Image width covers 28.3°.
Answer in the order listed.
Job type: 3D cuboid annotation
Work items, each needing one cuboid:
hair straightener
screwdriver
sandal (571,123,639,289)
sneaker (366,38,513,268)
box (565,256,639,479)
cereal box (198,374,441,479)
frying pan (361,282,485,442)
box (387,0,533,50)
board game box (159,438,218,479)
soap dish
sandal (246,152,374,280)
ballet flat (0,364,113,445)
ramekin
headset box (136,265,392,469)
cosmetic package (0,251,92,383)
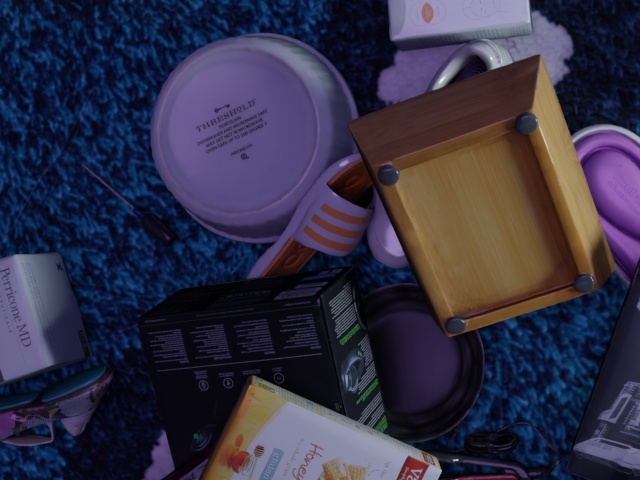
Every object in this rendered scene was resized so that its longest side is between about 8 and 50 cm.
[{"bbox_3d":[0.183,0.261,1.568,0.230,0.047,0.089,-4,88,18],"label":"hair straightener"},{"bbox_3d":[-0.259,-0.048,1.682,0.170,0.024,0.025,35,68,12],"label":"screwdriver"},{"bbox_3d":[0.435,0.031,1.491,0.416,0.102,0.169,41,98,9],"label":"sandal"},{"bbox_3d":[0.132,-0.110,1.533,0.114,0.152,0.305,26,96,10],"label":"sneaker"},{"bbox_3d":[0.442,0.167,1.446,0.242,0.076,0.308,19,117,11],"label":"box"},{"bbox_3d":[-0.008,0.277,1.420,0.240,0.047,0.173,24,98,-6],"label":"cereal box"},{"bbox_3d":[0.047,0.161,1.598,0.326,0.053,0.197,-8,84,14],"label":"frying pan"},{"bbox_3d":[0.169,-0.312,1.557,0.170,0.091,0.130,-5,89,12],"label":"box"},{"bbox_3d":[-0.168,0.403,1.555,0.208,0.056,0.347,44,122,-11],"label":"board game box"},{"bbox_3d":[0.187,-0.038,1.437,0.228,0.118,0.291,-18,117,14],"label":"soap dish"},{"bbox_3d":[0.006,0.000,1.560,0.076,0.102,0.265,52,124,22],"label":"sandal"},{"bbox_3d":[-0.359,0.228,1.681,0.221,0.077,0.079,-18,104,16],"label":"ballet flat"},{"bbox_3d":[-0.089,-0.132,1.592,0.272,0.127,0.273,0,90,12],"label":"ramekin"},{"bbox_3d":[-0.058,0.194,1.532,0.246,0.131,0.283,-9,102,23],"label":"headset box"},{"bbox_3d":[-0.423,0.113,1.648,0.183,0.151,0.151,-19,87,11],"label":"cosmetic package"}]
